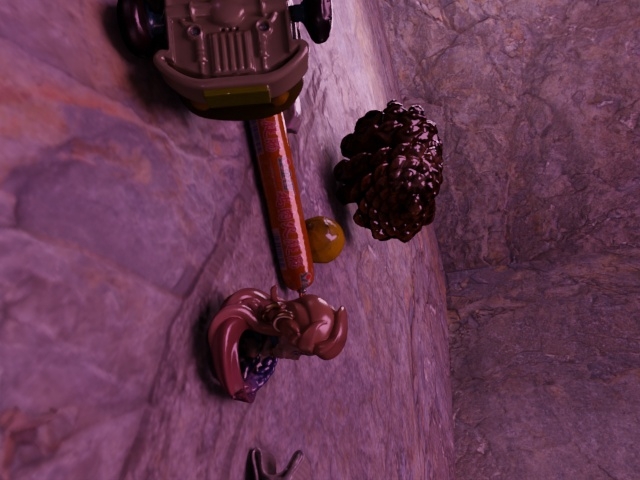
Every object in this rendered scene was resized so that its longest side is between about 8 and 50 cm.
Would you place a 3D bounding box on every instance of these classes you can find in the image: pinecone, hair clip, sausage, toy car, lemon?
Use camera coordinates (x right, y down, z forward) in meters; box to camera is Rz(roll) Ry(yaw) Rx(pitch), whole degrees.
[{"bbox_3d":[0.157,-0.164,1.037,0.298,0.242,0.295,69,24,-45],"label":"pinecone"},{"bbox_3d":[-0.051,0.342,0.477,0.159,0.071,0.218,64,29,-43],"label":"hair clip"},{"bbox_3d":[-0.061,-0.085,0.672,0.053,0.054,0.347,-21,100,-70],"label":"sausage"},{"bbox_3d":[-0.098,-0.251,0.513,0.198,0.205,0.247,117,-34,-84],"label":"toy car"},{"bbox_3d":[0.000,0.000,0.757,0.111,0.082,0.081,24,58,-72],"label":"lemon"}]

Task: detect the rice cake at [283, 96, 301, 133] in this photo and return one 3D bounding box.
[{"bbox_3d":[-0.084,-0.365,0.734,0.070,0.064,0.398,16,65,-79],"label":"rice cake"}]

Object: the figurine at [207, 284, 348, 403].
[{"bbox_3d":[-0.050,0.098,0.493,0.126,0.157,0.113,26,35,-61],"label":"figurine"}]
